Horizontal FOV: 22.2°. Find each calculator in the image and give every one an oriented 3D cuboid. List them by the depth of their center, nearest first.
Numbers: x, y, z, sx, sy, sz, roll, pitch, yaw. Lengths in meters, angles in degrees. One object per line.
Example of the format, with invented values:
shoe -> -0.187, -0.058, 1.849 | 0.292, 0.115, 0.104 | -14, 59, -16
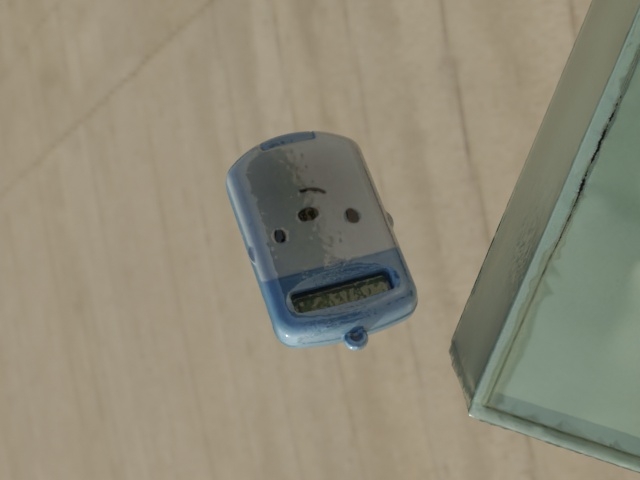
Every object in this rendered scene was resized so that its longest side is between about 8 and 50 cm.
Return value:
calculator -> 0.000, 0.000, 1.316 | 0.039, 0.121, 0.210 | 87, 166, -57

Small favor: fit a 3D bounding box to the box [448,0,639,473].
box -> 0.157, -0.020, 0.679 | 0.086, 0.129, 0.225 | -97, 27, -74
